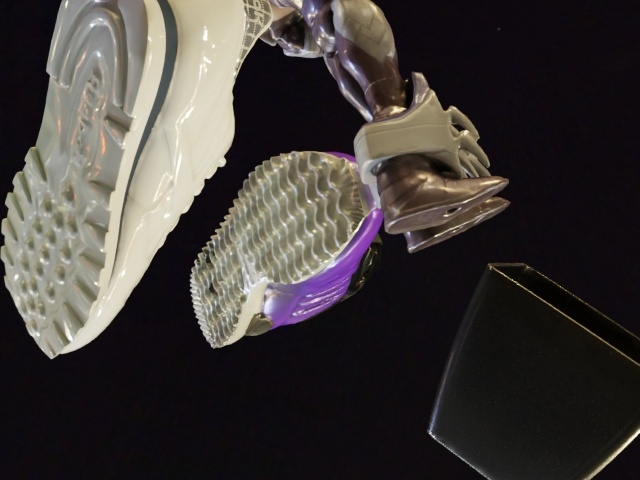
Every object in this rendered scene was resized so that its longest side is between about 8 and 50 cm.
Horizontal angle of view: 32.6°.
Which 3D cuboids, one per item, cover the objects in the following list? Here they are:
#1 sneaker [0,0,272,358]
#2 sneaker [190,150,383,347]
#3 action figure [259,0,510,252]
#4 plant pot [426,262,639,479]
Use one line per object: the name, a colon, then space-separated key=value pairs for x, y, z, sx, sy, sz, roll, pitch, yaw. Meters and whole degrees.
sneaker: x=-0.097 y=-0.031 z=0.569 sx=0.090 sy=0.095 sz=0.235 roll=46 pitch=-52 yaw=23
sneaker: x=0.000 y=-0.001 z=0.941 sx=0.146 sy=0.293 sz=0.102 roll=-10 pitch=-107 yaw=-31
action figure: x=0.019 y=-0.134 z=0.695 sx=0.099 sy=0.185 sz=0.285 roll=-25 pitch=-101 yaw=-10
plant pot: x=0.204 y=0.139 z=1.010 sx=0.188 sy=0.187 sz=0.167 roll=36 pitch=-80 yaw=17
